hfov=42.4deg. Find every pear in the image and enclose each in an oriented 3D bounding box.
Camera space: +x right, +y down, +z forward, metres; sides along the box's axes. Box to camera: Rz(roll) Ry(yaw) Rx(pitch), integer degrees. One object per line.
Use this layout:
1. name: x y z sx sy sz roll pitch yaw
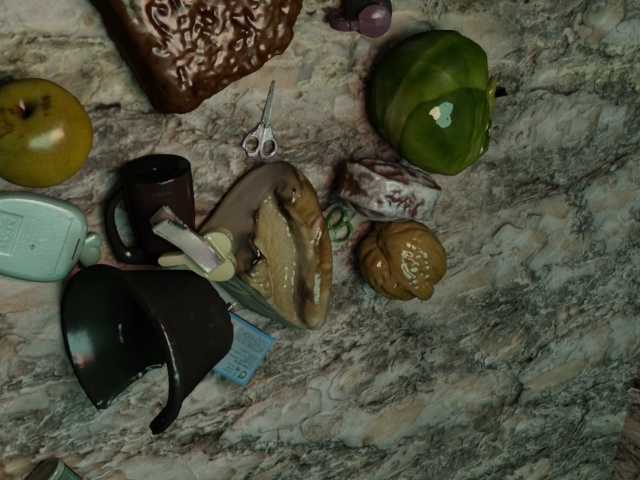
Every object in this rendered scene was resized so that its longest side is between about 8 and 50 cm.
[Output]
1. pear: -0.533 -0.194 1.545 0.209 0.209 0.208 -16 118 -33

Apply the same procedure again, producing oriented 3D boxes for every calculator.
1. calculator: -0.580 -0.003 1.688 0.295 0.042 0.183 15 99 -40

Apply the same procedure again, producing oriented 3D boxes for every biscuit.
1. biscuit: -0.236 -0.478 1.677 0.395 0.166 0.342 -41 127 -16

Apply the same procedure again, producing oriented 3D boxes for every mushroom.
1. mushroom: -0.092 0.036 2.006 0.313 0.224 0.397 -61 140 -19

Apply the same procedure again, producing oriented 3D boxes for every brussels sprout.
1. brussels sprout: 0.277 -0.336 2.080 0.315 0.276 0.371 -40 134 -37

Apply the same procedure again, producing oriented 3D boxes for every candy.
1. candy: 0.174 -0.125 2.117 0.290 0.214 0.157 9 106 -38

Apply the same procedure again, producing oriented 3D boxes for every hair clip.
1. hair clip: -0.271 0.018 1.739 0.159 0.071 0.218 -36 123 20

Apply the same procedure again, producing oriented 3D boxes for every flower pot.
1. flower pot: -0.349 0.191 1.772 0.251 0.380 0.379 -23 122 -45

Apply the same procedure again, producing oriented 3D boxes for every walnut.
1. walnut: 0.226 0.055 2.241 0.225 0.257 0.257 -34 134 18

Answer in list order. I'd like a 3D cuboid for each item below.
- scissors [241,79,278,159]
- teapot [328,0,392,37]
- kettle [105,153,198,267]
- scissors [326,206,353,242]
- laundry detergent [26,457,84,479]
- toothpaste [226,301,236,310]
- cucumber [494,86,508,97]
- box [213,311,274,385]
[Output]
1. scissors: -0.128 -0.284 1.944 0.100 0.015 0.188 5 104 -37
2. teapot: 0.102 -0.534 1.926 0.148 0.146 0.116 12 120 -15
3. kettle: -0.362 -0.049 1.785 0.202 0.144 0.232 -11 121 -14
4. scissors: 0.000 0.000 2.158 0.204 0.027 0.101 -39 127 -21
5. laundry detergent: -0.583 0.603 1.926 0.099 0.070 0.225 -48 130 -21
6. toothpaste: -0.233 0.168 1.943 0.083 0.019 0.027 -32 101 -22
7. cucumber: 0.483 -0.422 2.355 0.135 0.033 0.034 -1 147 -38
8. box: -0.242 0.247 2.036 0.232 0.083 0.142 38 83 -43
